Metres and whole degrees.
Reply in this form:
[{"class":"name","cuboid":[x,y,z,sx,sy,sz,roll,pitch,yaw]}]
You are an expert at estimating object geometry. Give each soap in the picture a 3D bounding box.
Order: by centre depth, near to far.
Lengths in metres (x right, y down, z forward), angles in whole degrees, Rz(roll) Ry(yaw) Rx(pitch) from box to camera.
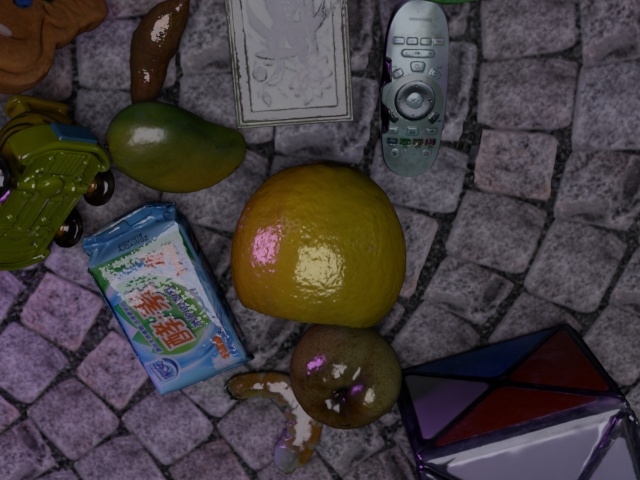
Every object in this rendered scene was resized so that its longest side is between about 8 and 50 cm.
[{"class":"soap","cuboid":[-0.221,0.089,1.308,0.156,0.077,0.293,-25,105,4]}]

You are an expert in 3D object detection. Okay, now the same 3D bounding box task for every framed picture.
[{"class":"framed picture","cuboid":[-0.042,-0.274,1.248,0.173,0.010,0.231,-5,106,-1]}]

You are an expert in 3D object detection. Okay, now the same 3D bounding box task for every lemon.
[{"class":"lemon","cuboid":[0.000,0.000,1.218,0.241,0.240,0.219,7,94,-5]}]

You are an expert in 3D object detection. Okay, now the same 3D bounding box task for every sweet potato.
[{"class":"sweet potato","cuboid":[-0.234,-0.245,1.223,0.068,0.068,0.226,22,117,-9]}]

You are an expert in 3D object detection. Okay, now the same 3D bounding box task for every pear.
[{"class":"pear","cuboid":[0.034,0.197,1.317,0.167,0.136,0.167,7,119,13]}]

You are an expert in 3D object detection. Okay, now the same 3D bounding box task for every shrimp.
[{"class":"shrimp","cuboid":[-0.080,0.280,1.387,0.166,0.049,0.161,17,102,-6]}]

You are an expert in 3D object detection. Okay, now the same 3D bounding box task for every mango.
[{"class":"mango","cuboid":[-0.201,-0.121,1.233,0.191,0.085,0.122,21,107,-25]}]

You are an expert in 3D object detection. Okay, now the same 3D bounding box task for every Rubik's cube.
[{"class":"Rubik's cube","cuboid":[0.297,0.336,1.286,0.305,0.307,0.310,-16,106,2]}]

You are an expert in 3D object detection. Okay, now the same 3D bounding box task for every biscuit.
[{"class":"biscuit","cuboid":[-0.405,-0.276,1.090,0.202,0.333,0.047,41,139,-10]}]

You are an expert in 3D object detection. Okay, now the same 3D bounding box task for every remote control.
[{"class":"remote control","cuboid":[0.130,-0.214,1.258,0.098,0.045,0.256,3,109,-3]}]

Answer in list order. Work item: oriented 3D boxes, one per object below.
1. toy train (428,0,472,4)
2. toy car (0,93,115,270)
[{"class":"toy train","cuboid":[0.137,-0.403,1.078,0.120,0.301,0.202,-2,115,-6]},{"class":"toy car","cuboid":[-0.404,-0.079,1.200,0.248,0.200,0.142,-47,65,20]}]
